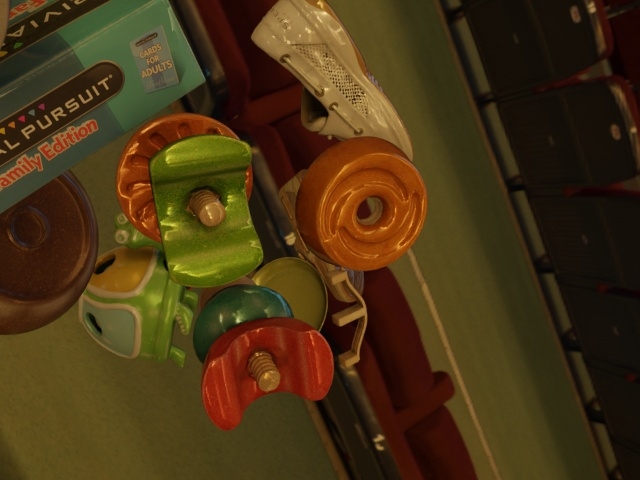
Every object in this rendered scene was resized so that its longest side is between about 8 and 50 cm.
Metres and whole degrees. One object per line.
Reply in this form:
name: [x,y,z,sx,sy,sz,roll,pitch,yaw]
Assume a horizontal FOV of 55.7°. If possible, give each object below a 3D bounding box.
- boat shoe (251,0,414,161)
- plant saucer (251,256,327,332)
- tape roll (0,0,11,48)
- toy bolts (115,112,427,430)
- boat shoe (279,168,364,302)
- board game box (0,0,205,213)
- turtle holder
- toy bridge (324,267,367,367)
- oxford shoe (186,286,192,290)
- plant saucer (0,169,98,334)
boat shoe: [0.017,-0.163,0.692,0.096,0.098,0.277,-38,136,7]
plant saucer: [-0.082,0.161,1.453,0.037,0.240,0.241,32,68,-57]
tape roll: [-0.262,-0.156,0.281,0.219,0.219,0.072,11,53,-31]
toy bolts: [-0.045,0.007,0.494,0.218,0.158,0.229,-9,113,-20]
boat shoe: [0.000,0.000,1.464,0.121,0.110,0.341,-1,65,-51]
board game box: [-0.291,-0.159,0.506,0.253,0.336,0.079,-38,142,-14]
turtle holder: [-0.366,0.111,1.236,0.227,0.320,0.243,12,64,-9]
toy bridge: [0.051,0.131,1.078,0.063,0.026,0.188,-20,113,-27]
oxford shoe: [-0.482,0.120,1.622,0.271,0.098,0.097,-6,110,-32]
plant saucer: [-0.291,-0.009,0.586,0.198,0.036,0.199,19,67,-54]
